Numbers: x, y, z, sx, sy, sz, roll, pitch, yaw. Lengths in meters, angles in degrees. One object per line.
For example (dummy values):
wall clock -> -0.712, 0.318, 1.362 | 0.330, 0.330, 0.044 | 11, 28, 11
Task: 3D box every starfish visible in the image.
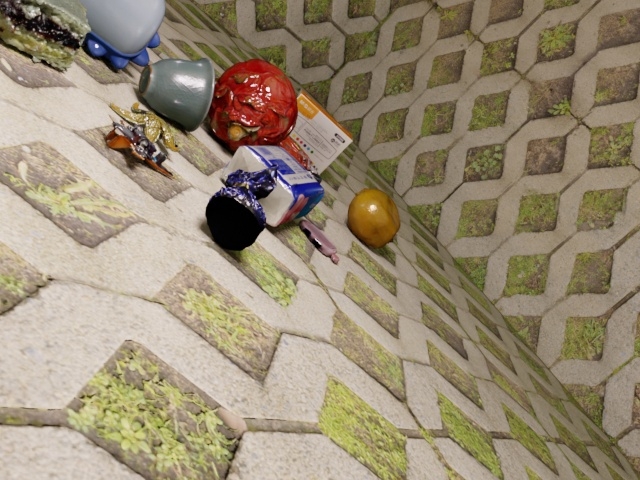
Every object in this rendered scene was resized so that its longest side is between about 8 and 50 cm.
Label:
starfish -> -0.403, -0.270, 1.486 | 0.176, 0.053, 0.208 | 22, 19, -33

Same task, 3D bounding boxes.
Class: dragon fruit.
dragon fruit -> -0.197, -0.392, 1.908 | 0.277, 0.277, 0.342 | 40, 25, -15

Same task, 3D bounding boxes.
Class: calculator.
calculator -> 0.000, 0.000, 1.852 | 0.166, 0.024, 0.103 | 47, 15, 15

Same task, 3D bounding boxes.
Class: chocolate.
chocolate -> -0.171, -0.102, 1.427 | 0.126, 0.148, 0.343 | 49, 19, -17

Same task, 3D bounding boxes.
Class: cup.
cup -> -0.382, -0.393, 1.655 | 0.150, 0.199, 0.199 | 10, 33, -36

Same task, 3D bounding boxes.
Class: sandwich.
sandwich -> -0.628, -0.506, 1.345 | 0.325, 0.131, 0.262 | 43, 13, -10

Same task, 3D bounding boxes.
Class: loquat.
loquat -> 0.188, -0.074, 2.275 | 0.187, 0.176, 0.234 | -52, 122, -35

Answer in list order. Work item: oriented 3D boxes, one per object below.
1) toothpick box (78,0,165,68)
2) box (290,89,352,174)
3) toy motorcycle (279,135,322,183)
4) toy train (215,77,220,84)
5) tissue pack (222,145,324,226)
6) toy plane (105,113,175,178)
toothpick box -> -0.556, -0.597, 1.624 | 0.355, 0.263, 0.263 | 35, 17, -35
box -> -0.046, -0.402, 2.447 | 0.274, 0.221, 0.091 | 39, 19, -14
toy motorcycle -> -0.108, -0.299, 2.250 | 0.171, 0.089, 0.298 | 21, 28, -54
toy train -> -0.374, -0.499, 2.100 | 0.127, 0.089, 0.219 | 33, 16, -1
tissue pack -> -0.124, -0.149, 1.724 | 0.209, 0.137, 0.270 | 46, 18, 5
toy plane -> -0.360, -0.189, 1.330 | 0.188, 0.062, 0.135 | 31, 19, -41
